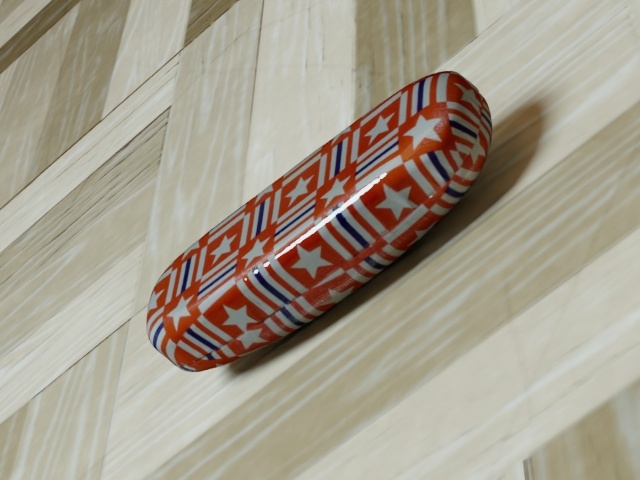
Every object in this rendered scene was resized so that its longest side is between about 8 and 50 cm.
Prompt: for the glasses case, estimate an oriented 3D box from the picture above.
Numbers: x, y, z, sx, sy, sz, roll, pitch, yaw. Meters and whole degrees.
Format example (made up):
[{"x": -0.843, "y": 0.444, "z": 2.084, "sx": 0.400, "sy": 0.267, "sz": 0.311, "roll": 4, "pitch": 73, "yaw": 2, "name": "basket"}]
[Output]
[{"x": 0.000, "y": 0.000, "z": 0.829, "sx": 0.194, "sy": 0.049, "sz": 0.073, "roll": -35, "pitch": 26, "yaw": 28, "name": "glasses case"}]
